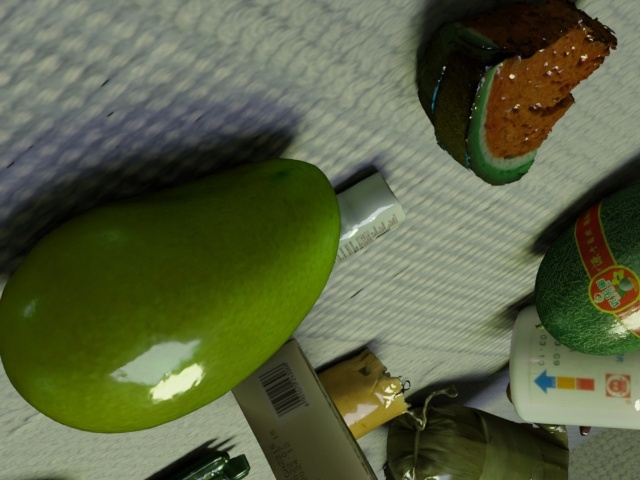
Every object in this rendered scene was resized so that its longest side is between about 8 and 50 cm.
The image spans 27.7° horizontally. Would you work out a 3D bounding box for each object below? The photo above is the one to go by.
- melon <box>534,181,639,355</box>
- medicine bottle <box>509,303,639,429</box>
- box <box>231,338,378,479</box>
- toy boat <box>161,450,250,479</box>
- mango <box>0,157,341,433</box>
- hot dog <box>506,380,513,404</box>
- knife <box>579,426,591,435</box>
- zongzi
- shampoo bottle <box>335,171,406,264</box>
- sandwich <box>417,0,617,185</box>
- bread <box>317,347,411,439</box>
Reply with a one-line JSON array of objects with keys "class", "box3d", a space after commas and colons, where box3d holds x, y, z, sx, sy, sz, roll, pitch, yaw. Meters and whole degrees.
[{"class": "melon", "box3d": [0.366, 0.038, 1.541, 0.182, 0.182, 0.288, -4, 149, -51]}, {"class": "medicine bottle", "box3d": [0.413, 0.172, 1.762, 0.293, 0.170, 0.170, 1, 171, 23]}, {"class": "box", "box3d": [-0.001, 0.242, 1.409, 0.095, 0.212, 0.168, -28, 140, -5]}, {"class": "toy boat", "box3d": [-0.184, 0.324, 1.641, 0.210, 0.052, 0.104, -33, 162, 4]}, {"class": "mango", "box3d": [-0.103, 0.045, 0.945, 0.273, 0.149, 0.185, -21, 145, -36]}, {"class": "hot dog", "box3d": [0.410, 0.155, 1.999, 0.135, 0.100, 0.337, -22, 163, -44]}, {"class": "knife", "box3d": [0.436, 0.217, 2.079, 0.035, 0.018, 0.247, -49, -166, 44]}, {"class": "zongzi", "box3d": [0.137, 0.344, 2.056, 0.418, 0.181, 0.447, -9, 156, 42]}, {"class": "shampoo bottle", "box3d": [0.000, 0.000, 1.136, 0.152, 0.045, 0.077, -33, 162, 2]}, {"class": "sandwich", "box3d": [0.138, -0.127, 0.997, 0.159, 0.079, 0.235, -48, 159, 17]}, {"class": "bread", "box3d": [0.018, 0.212, 1.605, 0.173, 0.085, 0.134, -28, 160, -8]}]
